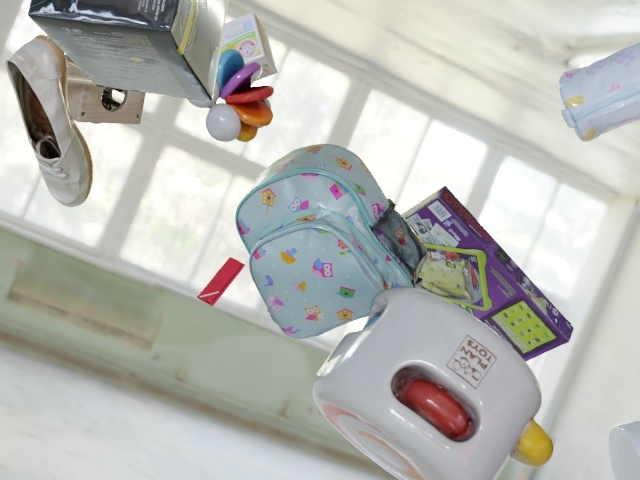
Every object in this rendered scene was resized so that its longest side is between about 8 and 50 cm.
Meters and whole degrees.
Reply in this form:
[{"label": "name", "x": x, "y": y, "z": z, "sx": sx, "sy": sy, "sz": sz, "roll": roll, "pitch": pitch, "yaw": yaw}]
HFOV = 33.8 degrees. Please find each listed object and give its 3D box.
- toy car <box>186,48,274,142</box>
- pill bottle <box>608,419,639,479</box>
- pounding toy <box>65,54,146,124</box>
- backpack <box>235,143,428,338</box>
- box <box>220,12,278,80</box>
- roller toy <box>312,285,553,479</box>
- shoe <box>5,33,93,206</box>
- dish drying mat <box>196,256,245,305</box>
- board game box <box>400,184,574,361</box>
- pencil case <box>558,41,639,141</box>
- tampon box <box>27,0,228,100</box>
[{"label": "toy car", "x": -0.157, "y": -0.284, "z": 2.002, "sx": 0.182, "sy": 0.136, "sz": 0.159, "roll": 58, "pitch": 39, "yaw": -2}, {"label": "pill bottle", "x": 0.515, "y": 0.260, "z": 1.337, "sx": 0.271, "sy": 0.152, "sz": 0.152, "roll": -12, "pitch": 3, "yaw": -7}, {"label": "pounding toy", "x": -0.381, "y": -0.230, "z": 1.670, "sx": 0.181, "sy": 0.094, "sz": 0.206, "roll": 27, "pitch": 21, "yaw": 38}, {"label": "backpack", "x": 0.000, "y": 0.000, "z": 1.112, "sx": 0.188, "sy": 0.165, "sz": 0.144, "roll": 61, "pitch": 31, "yaw": -11}, {"label": "box", "x": -0.211, "y": -0.400, "z": 2.314, "sx": 0.203, "sy": 0.114, "sz": 0.103, "roll": -20, "pitch": -17, "yaw": 10}, {"label": "roller toy", "x": 0.105, "y": 0.143, "z": 0.995, "sx": 0.209, "sy": 0.146, "sz": 0.191, "roll": 21, "pitch": -24, "yaw": 43}, {"label": "shoe", "x": -0.319, "y": -0.129, "z": 1.225, "sx": 0.076, "sy": 0.219, "sz": 0.058, "roll": 12, "pitch": 37, "yaw": 24}, {"label": "dish drying mat", "x": -0.148, "y": 0.060, "z": 1.575, "sx": 0.032, "sy": 0.083, "sz": 0.008, "roll": 24, "pitch": -27, "yaw": 28}, {"label": "board game box", "x": 0.256, "y": 0.082, "z": 1.854, "sx": 0.347, "sy": 0.208, "sz": 0.056, "roll": 47, "pitch": 38, "yaw": -10}, {"label": "pencil case", "x": 0.485, "y": -0.233, "z": 1.519, "sx": 0.273, "sy": 0.124, "sz": 0.113, "roll": -18, "pitch": -59, "yaw": 29}, {"label": "tampon box", "x": -0.132, "y": -0.188, "z": 0.787, "sx": 0.101, "sy": 0.121, "sz": 0.161, "roll": 8, "pitch": -8, "yaw": 6}]
